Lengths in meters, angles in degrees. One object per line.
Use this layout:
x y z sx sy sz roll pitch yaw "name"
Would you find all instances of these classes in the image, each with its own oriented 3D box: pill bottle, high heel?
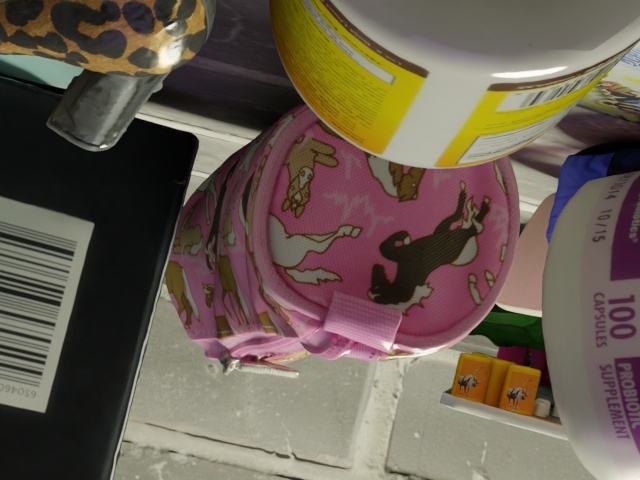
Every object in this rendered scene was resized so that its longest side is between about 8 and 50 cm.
0.043 -0.088 0.541 0.117 0.117 0.215 13 173 -2 "pill bottle"
-0.180 -0.139 0.808 0.261 0.093 0.186 23 153 -14 "high heel"
0.273 0.034 0.828 0.301 0.169 0.169 -8 163 31 "pill bottle"

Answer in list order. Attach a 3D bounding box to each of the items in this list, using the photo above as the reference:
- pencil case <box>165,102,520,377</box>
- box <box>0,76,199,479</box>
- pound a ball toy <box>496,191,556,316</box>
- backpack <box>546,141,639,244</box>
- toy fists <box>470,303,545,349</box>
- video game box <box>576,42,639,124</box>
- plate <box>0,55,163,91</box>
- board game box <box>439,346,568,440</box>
0.000 0.000 1.108 0.160 0.167 0.386 -18 178 -14 "pencil case"
-0.291 0.031 1.319 0.212 0.293 0.395 16 177 -28 "box"
0.271 0.057 1.159 0.208 0.136 0.319 43 160 -29 "pound a ball toy"
0.192 -0.008 1.030 0.098 0.101 0.120 26 168 -36 "backpack"
0.104 0.031 1.561 0.279 0.096 0.142 12 166 20 "toy fists"
0.167 -0.080 0.693 0.187 0.048 0.205 16 172 -17 "video game box"
-0.186 -0.126 1.060 0.188 0.024 0.188 12 173 2 "plate"
0.326 0.161 1.583 0.390 0.050 0.390 14 -177 11 "board game box"
